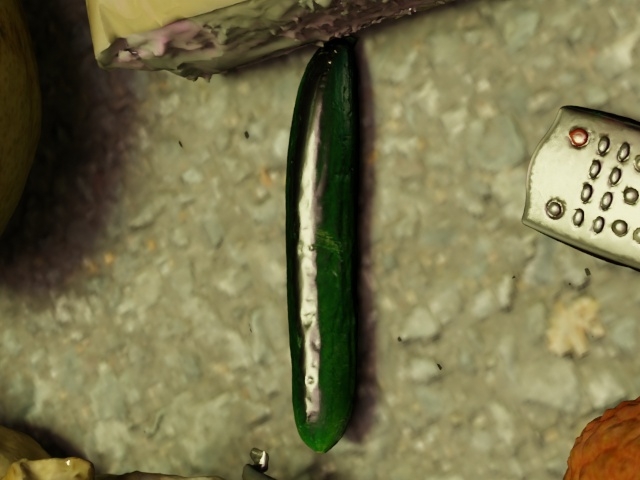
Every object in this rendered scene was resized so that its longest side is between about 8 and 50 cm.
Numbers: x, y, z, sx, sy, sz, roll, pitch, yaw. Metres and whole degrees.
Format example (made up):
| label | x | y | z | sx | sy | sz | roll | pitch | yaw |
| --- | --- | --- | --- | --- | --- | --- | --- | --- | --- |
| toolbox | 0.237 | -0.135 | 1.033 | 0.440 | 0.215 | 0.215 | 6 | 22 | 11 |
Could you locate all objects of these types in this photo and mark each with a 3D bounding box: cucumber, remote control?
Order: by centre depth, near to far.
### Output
| label | x | y | z | sx | sy | sz | roll | pitch | yaw |
| --- | --- | --- | --- | --- | --- | --- | --- | --- | --- |
| remote control | 0.179 | 0.003 | 0.509 | 0.212 | 0.028 | 0.059 | 22 | 102 | 24 |
| cucumber | 0.000 | 0.000 | 0.588 | 0.036 | 0.033 | 0.184 | -3 | 86 | 40 |

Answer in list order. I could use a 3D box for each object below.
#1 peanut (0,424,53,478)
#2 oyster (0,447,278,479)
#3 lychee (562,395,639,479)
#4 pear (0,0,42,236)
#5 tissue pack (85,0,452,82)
| label | x | y | z | sx | sy | sz | roll | pitch | yaw |
| --- | --- | --- | --- | --- | --- | --- | --- | --- | --- |
| peanut | -0.205 | 0.126 | 0.620 | 0.253 | 0.137 | 0.122 | 34 | 132 | 2 |
| oyster | 0.010 | 0.184 | 0.500 | 0.337 | 0.133 | 0.197 | 36 | 114 | 15 |
| lychee | 0.157 | 0.093 | 0.474 | 0.140 | 0.101 | 0.114 | 2 | 71 | 36 |
| pear | -0.235 | -0.074 | 0.610 | 0.229 | 0.188 | 0.211 | 9 | 92 | 26 |
| tissue pack | -0.013 | -0.214 | 0.547 | 0.215 | 0.123 | 0.256 | -12 | 82 | 25 |
